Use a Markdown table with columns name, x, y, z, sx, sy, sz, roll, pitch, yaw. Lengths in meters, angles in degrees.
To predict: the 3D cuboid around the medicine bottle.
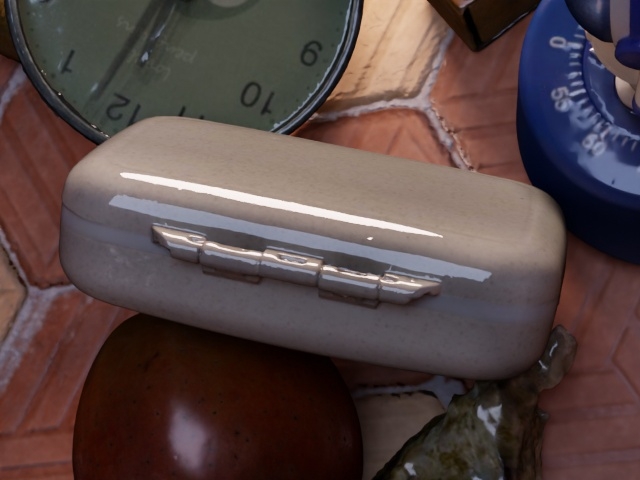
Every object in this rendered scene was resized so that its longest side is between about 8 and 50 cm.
| name | x | y | z | sx | sy | sz | roll | pitch | yaw |
| --- | --- | --- | --- | --- | --- | --- | --- | --- | --- |
| medicine bottle | 0.000 | 0.000 | 1.223 | 0.375 | 0.282 | 0.123 | 10 | 108 | 7 |

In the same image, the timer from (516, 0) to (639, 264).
| name | x | y | z | sx | sy | sz | roll | pitch | yaw |
| --- | --- | --- | --- | --- | --- | --- | --- | --- | --- |
| timer | 0.256 | -0.155 | 1.158 | 0.270 | 0.383 | 0.270 | -4 | 72 | 14 |

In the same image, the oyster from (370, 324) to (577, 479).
| name | x | y | z | sx | sy | sz | roll | pitch | yaw |
| --- | --- | --- | --- | --- | --- | --- | --- | --- | --- |
| oyster | 0.095 | 0.261 | 1.225 | 0.204 | 0.111 | 0.396 | -1 | 77 | 18 |

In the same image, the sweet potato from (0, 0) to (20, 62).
| name | x | y | z | sx | sy | sz | roll | pitch | yaw |
| --- | --- | --- | --- | --- | --- | --- | --- | --- | --- |
| sweet potato | -0.231 | -0.208 | 1.472 | 0.286 | 0.085 | 0.112 | 0 | 42 | 25 |

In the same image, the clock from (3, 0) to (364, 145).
| name | x | y | z | sx | sy | sz | roll | pitch | yaw |
| --- | --- | --- | --- | --- | --- | --- | --- | --- | --- |
| clock | -0.117 | -0.217 | 1.368 | 0.319 | 0.066 | 0.319 | -1 | 97 | -5 |

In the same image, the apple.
| name | x | y | z | sx | sy | sz | roll | pitch | yaw |
| --- | --- | --- | --- | --- | --- | --- | --- | --- | --- |
| apple | -0.088 | 0.155 | 1.245 | 0.234 | 0.234 | 0.234 | -4 | 73 | 13 |

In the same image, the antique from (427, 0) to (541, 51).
| name | x | y | z | sx | sy | sz | roll | pitch | yaw |
| --- | --- | --- | --- | --- | --- | --- | --- | --- | --- |
| antique | 0.224 | -0.300 | 1.367 | 0.310 | 0.093 | 0.087 | -37 | 68 | 1 |
